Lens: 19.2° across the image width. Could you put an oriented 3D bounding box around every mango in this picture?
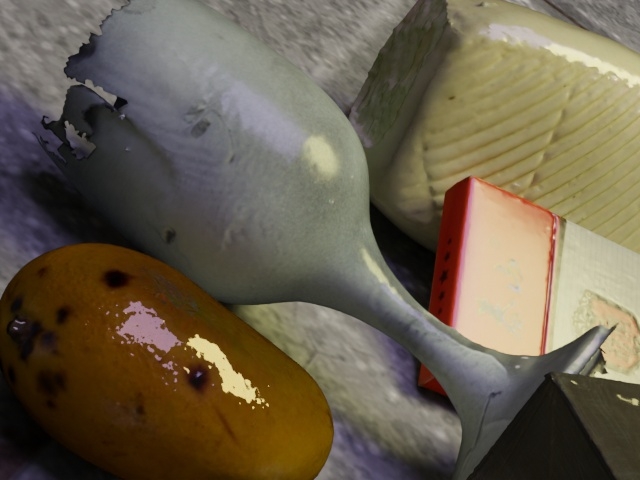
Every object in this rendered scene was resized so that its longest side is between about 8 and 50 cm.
[{"bbox_3d":[-0.069,0.068,0.880,0.178,0.090,0.115,35,19,-19],"label":"mango"}]

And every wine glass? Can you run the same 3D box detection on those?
[{"bbox_3d":[0.000,0.000,1.002,0.321,0.143,0.143,41,28,8],"label":"wine glass"}]

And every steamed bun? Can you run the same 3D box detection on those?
[{"bbox_3d":[0.131,-0.066,1.236,0.238,0.170,0.152,20,13,-26],"label":"steamed bun"}]

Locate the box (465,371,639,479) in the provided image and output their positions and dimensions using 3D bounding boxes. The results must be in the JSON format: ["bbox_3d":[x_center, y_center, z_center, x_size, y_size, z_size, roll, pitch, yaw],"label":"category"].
[{"bbox_3d":[0.169,0.199,0.876,0.149,0.155,0.231,10,39,-36],"label":"box"}]

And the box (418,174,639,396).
[{"bbox_3d":[0.174,0.066,1.150,0.245,0.035,0.139,25,57,-23],"label":"box"}]
